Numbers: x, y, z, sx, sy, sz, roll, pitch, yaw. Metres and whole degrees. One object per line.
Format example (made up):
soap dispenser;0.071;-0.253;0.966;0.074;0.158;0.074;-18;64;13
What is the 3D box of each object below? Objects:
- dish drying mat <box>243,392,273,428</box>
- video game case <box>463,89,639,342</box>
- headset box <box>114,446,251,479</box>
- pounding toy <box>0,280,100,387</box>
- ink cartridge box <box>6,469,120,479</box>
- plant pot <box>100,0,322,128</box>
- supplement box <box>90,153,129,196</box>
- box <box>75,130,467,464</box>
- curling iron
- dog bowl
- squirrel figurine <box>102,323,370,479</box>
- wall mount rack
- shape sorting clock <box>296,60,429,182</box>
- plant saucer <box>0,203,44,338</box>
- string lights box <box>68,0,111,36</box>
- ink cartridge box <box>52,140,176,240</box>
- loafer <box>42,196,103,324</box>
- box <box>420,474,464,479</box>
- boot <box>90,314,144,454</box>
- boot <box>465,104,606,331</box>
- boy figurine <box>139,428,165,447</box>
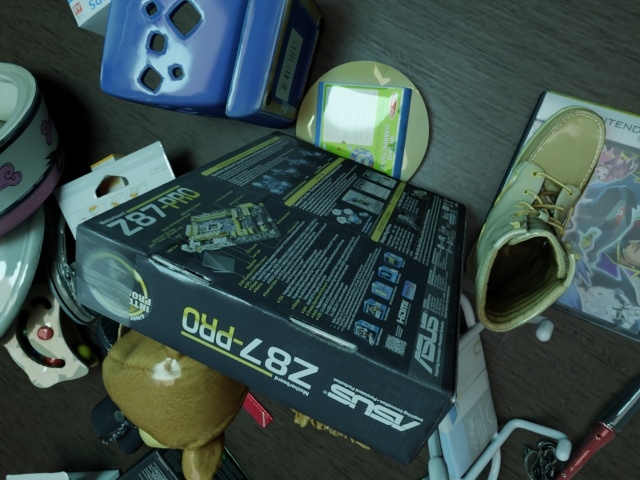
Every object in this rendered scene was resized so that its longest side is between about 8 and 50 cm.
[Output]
dish drying mat;-0.129;0.323;0.812;0.083;0.008;0.032;44;110;7
video game case;0.369;-0.033;0.573;0.248;0.035;0.275;22;105;14
headset box;-0.291;0.538;0.836;0.283;0.131;0.246;-43;85;20
pounding toy;-0.572;0.168;0.904;0.154;0.155;0.269;-36;96;-8
ink cartridge box;-0.532;0.645;0.940;0.207;0.119;0.353;-13;95;21
plant pot;-0.131;-0.284;0.602;0.212;0.236;0.236;19;104;9
supplement box;-0.393;-0.109;0.815;0.062;0.036;0.098;-19;93;21
box;0.000;0.000;0.487;0.318;0.395;0.097;24;120;7
curling iron;0.400;0.268;0.611;0.068;0.035;0.274;40;109;9
dog bowl;-0.656;-0.139;0.738;0.408;0.408;0.150;10;143;17
squirrel figurine;-0.057;0.118;0.557;0.397;0.370;0.281;9;105;14
wall mount rack;0.200;0.250;0.522;0.130;0.304;0.350;3;116;50
shape sorting clock;0.062;-0.166;0.651;0.206;0.040;0.206;5;107;18
plant saucer;-0.705;0.032;0.827;0.400;0.100;0.400;-9;72;29
string lights box;-0.397;-0.513;0.730;0.133;0.077;0.260;-23;91;19
ink cartridge box;-0.339;-0.025;0.787;0.275;0.060;0.239;-17;98;20
loafer;-0.492;0.035;0.845;0.084;0.096;0.267;-22;89;14
box;0.154;0.461;0.665;0.186;0.145;0.038;-42;98;19
boot;-0.408;0.295;0.854;0.207;0.094;0.246;-43;90;16
boot;0.254;-0.033;0.484;0.095;0.203;0.262;31;109;11
boy figurine;-0.263;0.225;0.742;0.092;0.177;0.285;10;83;18
